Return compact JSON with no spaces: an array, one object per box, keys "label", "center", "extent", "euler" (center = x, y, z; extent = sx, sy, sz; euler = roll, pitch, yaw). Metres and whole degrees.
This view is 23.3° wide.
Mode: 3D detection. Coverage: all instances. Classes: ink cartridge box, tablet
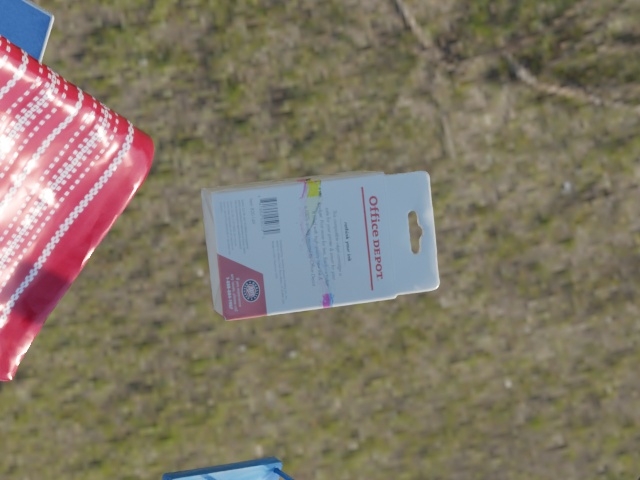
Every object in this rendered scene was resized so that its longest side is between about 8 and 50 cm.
[{"label":"ink cartridge box","center":[0.000,0.000,1.385],"extent":[0.198,0.115,0.067],"euler":[-6,-174,-12]},{"label":"tablet","center":[-0.246,-0.159,1.249],"extent":[0.006,0.054,0.083],"euler":[-45,162,-56]}]

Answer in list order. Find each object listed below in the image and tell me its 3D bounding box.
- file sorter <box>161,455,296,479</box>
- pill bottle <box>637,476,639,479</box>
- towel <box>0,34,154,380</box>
[{"label":"file sorter","center":[-0.064,0.273,1.209],"extent":[0.118,0.104,0.170],"euler":[-1,110,-45]},{"label":"pill bottle","center":[0.156,0.094,0.572],"extent":[0.120,0.067,0.067],"euler":[-54,141,8]},{"label":"towel","center":[-0.216,-0.021,0.906],"extent":[0.199,0.031,0.275],"euler":[-56,152,0]}]
